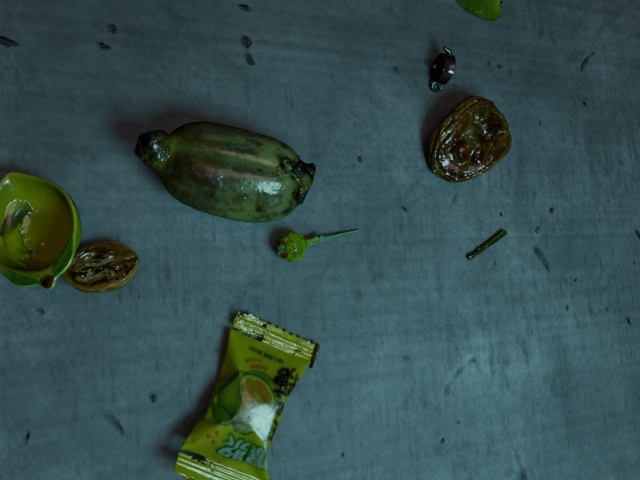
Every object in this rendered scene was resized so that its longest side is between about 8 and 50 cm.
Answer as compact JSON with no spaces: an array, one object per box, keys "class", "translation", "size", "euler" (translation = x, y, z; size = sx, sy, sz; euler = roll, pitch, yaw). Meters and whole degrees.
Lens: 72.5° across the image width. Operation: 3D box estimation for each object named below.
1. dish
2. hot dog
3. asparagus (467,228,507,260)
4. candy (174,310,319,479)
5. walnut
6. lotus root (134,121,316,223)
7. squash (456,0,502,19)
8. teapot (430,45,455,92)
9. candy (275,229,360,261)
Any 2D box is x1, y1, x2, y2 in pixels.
[{"class":"dish","translation":[-0.452,-0.011,0.711],"size":[0.148,0.080,0.208],"euler":[-24,79,-5]},{"class":"hot dog","translation":[0.340,-0.232,0.993],"size":[0.160,0.099,0.227],"euler":[44,76,-8]},{"class":"asparagus","translation":[0.390,0.011,1.023],"size":[0.127,0.018,0.015],"euler":[-33,60,-18]},{"class":"candy","translation":[-0.126,0.299,0.797],"size":[0.187,0.081,0.297],"euler":[27,66,-13]},{"class":"walnut","translation":[-0.372,0.053,0.754],"size":[0.121,0.052,0.091],"euler":[-8,61,-13]},{"class":"lotus root","translation":[-0.168,-0.131,0.789],"size":[0.309,0.173,0.173],"euler":[12,81,-17]},{"class":"squash","translation":[0.336,-0.649,1.075],"size":[0.093,0.169,0.252],"euler":[-44,132,-14]},{"class":"teapot","translation":[0.276,-0.393,1.006],"size":[0.045,0.068,0.100],"euler":[9,115,-13]},{"class":"candy","translation":[0.000,0.000,0.887],"size":[0.193,0.062,0.058],"euler":[-12,90,-29]}]
